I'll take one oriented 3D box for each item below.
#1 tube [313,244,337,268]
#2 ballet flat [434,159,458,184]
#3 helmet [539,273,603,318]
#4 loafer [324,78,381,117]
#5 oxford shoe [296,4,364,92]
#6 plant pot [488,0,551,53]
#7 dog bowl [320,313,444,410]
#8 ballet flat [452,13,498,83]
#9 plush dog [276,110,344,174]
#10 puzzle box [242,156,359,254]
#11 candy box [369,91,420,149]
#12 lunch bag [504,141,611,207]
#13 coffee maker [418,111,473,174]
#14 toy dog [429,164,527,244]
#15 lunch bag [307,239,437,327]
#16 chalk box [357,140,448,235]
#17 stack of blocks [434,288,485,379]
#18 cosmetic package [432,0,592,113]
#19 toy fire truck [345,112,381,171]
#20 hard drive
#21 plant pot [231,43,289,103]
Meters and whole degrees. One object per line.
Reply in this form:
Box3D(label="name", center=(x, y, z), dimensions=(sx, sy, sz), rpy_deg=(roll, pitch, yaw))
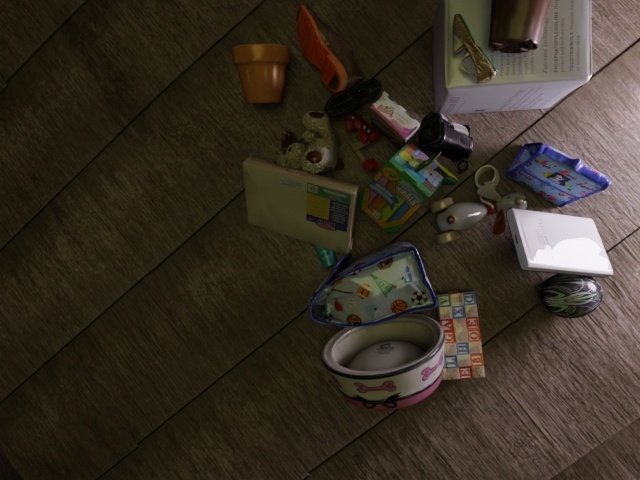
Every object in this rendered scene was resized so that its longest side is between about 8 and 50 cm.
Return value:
Box3D(label="tube", center=(0.000, 0.000, 1.593), dimensions=(0.080, 0.052, 0.207), rpy_deg=(-22, 82, 0))
Box3D(label="ballet flat", center=(0.376, -0.255, 1.521), dimensions=(0.231, 0.077, 0.077), rpy_deg=(10, 76, 9))
Box3D(label="helmet", center=(0.829, 0.181, 1.420), dimensions=(0.169, 0.161, 0.169), rpy_deg=(0, 92, 8))
Box3D(label="loafer", center=(0.118, -0.496, 1.535), dimensions=(0.220, 0.078, 0.080), rpy_deg=(-25, 81, -3))
Box3D(label="oxford shoe", center=(0.028, -0.699, 1.552), dimensions=(0.132, 0.130, 0.364), rpy_deg=(-23, 80, -25))
Box3D(label="plant pot", center=(0.519, -0.592, 1.120), dimensions=(0.167, 0.167, 0.165), rpy_deg=(8, 100, 8))
Box3D(label="dog bowl", center=(0.215, 0.393, 1.405), dimensions=(0.408, 0.408, 0.150), rpy_deg=(-14, 102, 8))
Box3D(label="ballet flat", center=(0.408, -0.525, 1.182), dimensions=(0.067, 0.073, 0.206), rpy_deg=(-33, 84, 24))
Box3D(label="plush dog", center=(-0.053, -0.302, 1.546), dimensions=(0.225, 0.210, 0.262), rpy_deg=(-10, 62, 22))
Box3D(label="puzzle box", center=(-0.073, -0.118, 1.488), dimensions=(0.409, 0.052, 0.272), rpy_deg=(18, 134, 15))
Box3D(label="candy box", center=(0.248, -0.395, 1.451), dimensions=(0.159, 0.233, 0.071), rpy_deg=(44, 96, 5))
Box3D(label="lunch bag", center=(0.756, -0.224, 1.354), dimensions=(0.221, 0.293, 0.138), rpy_deg=(32, 95, 6))
Box3D(label="coffee maker", center=(0.427, -0.331, 1.438), dimensions=(0.120, 0.178, 0.171), rpy_deg=(-39, 58, 42))
Box3D(label="toy dog", center=(0.531, -0.102, 1.455), dimensions=(0.333, 0.161, 0.220), rpy_deg=(-37, 87, 7))
Box3D(label="lunch bag", center=(0.157, 0.149, 1.430), dimensions=(0.385, 0.328, 0.239), rpy_deg=(-22, 89, 11))
Box3D(label="chalk box", center=(0.281, -0.192, 1.412), dimensions=(0.179, 0.180, 0.289), rpy_deg=(43, 134, 5))
Box3D(label="stack of blocks", center=(0.468, 0.330, 1.511), dimensions=(0.171, 0.087, 0.297), rpy_deg=(-6, 91, 8))
Box3D(label="cosmetic package", center=(0.572, -0.604, 1.353), dimensions=(0.393, 0.329, 0.327), rpy_deg=(-1, 93, 9))
Box3D(label="toy fire truck", center=(0.153, -0.355, 1.544), dimensions=(0.192, 0.047, 0.135), rpy_deg=(47, 132, 25))
Box3D(label="hard drive", center=(0.769, 0.009, 1.384), dimensions=(0.318, 0.040, 0.210), rpy_deg=(6, 61, -14))
Box3D(label="plant pot", center=(-0.209, -0.593, 1.541), dimensions=(0.205, 0.205, 0.188), rpy_deg=(0, 107, 8))
